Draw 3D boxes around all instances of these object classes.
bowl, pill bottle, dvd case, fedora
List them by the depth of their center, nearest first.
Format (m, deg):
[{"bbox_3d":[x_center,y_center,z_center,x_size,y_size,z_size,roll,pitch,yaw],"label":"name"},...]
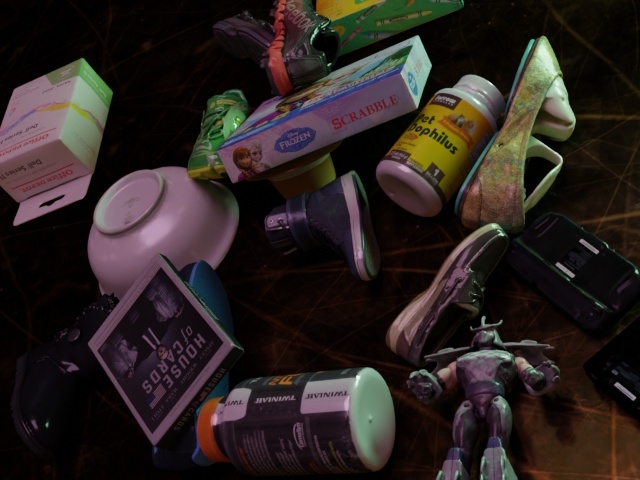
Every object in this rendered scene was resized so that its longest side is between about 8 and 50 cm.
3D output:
[{"bbox_3d":[-0.038,0.238,1.204,0.245,0.130,0.130,-10,48,27],"label":"pill bottle"},{"bbox_3d":[-0.225,0.151,1.317,0.179,0.029,0.238,-52,47,5],"label":"dvd case"},{"bbox_3d":[0.188,-0.148,1.415,0.117,0.117,0.215,21,66,45],"label":"pill bottle"},{"bbox_3d":[-0.032,-0.117,1.549,0.194,0.079,0.194,-23,17,7],"label":"fedora"},{"bbox_3d":[-0.303,-0.030,1.636,0.297,0.134,0.298,-20,43,20],"label":"bowl"}]

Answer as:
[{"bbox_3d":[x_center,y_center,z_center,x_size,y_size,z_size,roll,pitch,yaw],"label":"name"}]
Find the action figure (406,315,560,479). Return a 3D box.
[{"bbox_3d":[0.195,0.202,1.105,0.185,0.099,0.285,-17,41,29],"label":"action figure"}]

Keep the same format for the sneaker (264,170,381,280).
[{"bbox_3d":[0.001,0.001,1.425,0.163,0.086,0.226,-20,38,9],"label":"sneaker"}]

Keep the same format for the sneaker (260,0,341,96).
[{"bbox_3d":[-0.024,-0.370,1.687,0.135,0.098,0.276,-11,43,15],"label":"sneaker"}]

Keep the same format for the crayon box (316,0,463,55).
[{"bbox_3d":[0.128,-0.474,1.788,0.278,0.081,0.165,-17,45,22],"label":"crayon box"}]

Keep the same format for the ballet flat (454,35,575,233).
[{"bbox_3d":[0.306,-0.150,1.355,0.123,0.123,0.349,5,55,38],"label":"ballet flat"}]

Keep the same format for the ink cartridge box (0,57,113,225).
[{"bbox_3d":[-0.590,-0.217,2.017,0.207,0.119,0.353,-20,43,18],"label":"ink cartridge box"}]

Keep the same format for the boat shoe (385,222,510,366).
[{"bbox_3d":[0.184,0.078,1.244,0.223,0.080,0.073,-47,49,-2],"label":"boat shoe"}]

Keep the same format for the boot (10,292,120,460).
[{"bbox_3d":[-0.390,0.209,1.502,0.207,0.094,0.246,-36,35,6],"label":"boot"}]

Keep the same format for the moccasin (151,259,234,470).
[{"bbox_3d":[-0.209,0.175,1.380,0.116,0.138,0.342,-24,41,21],"label":"moccasin"}]

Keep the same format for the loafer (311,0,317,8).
[{"bbox_3d":[-0.001,-0.511,1.939,0.170,0.062,0.061,-22,65,21],"label":"loafer"}]

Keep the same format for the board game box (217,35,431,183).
[{"bbox_3d":[0.018,-0.225,1.546,0.318,0.066,0.318,-20,17,17],"label":"board game box"}]

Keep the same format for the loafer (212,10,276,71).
[{"bbox_3d":[-0.117,-0.414,1.890,0.095,0.109,0.302,-42,38,-12],"label":"loafer"}]

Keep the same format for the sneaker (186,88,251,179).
[{"bbox_3d":[-0.179,-0.189,1.640,0.109,0.124,0.295,-5,25,4],"label":"sneaker"}]

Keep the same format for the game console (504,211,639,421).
[{"bbox_3d":[0.375,0.066,1.147,0.213,0.044,0.361,-38,41,-4],"label":"game console"}]
